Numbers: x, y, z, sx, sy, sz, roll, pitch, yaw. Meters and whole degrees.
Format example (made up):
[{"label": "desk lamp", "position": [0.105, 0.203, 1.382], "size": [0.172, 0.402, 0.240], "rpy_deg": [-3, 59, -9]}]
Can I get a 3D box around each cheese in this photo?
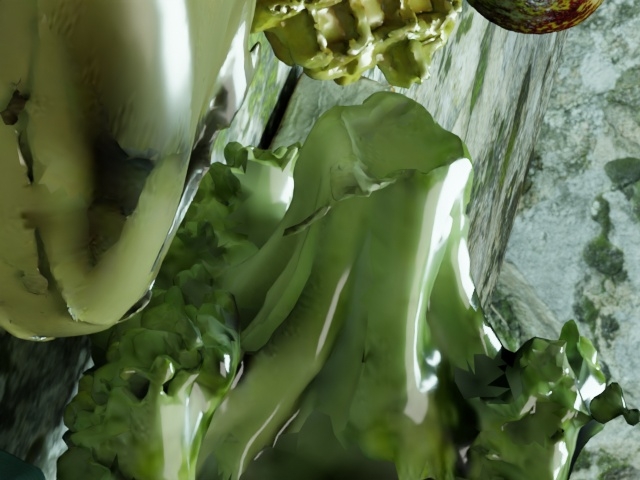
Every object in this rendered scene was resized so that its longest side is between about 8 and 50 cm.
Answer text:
[{"label": "cheese", "position": [-0.099, -0.109, 0.811], "size": [0.316, 0.128, 0.259], "rpy_deg": [94, 8, -67]}]

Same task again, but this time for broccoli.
[{"label": "broccoli", "position": [0.017, 0.061, 1.044], "size": [0.348, 0.293, 0.281], "rpy_deg": [-88, -170, -52]}]

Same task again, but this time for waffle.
[{"label": "waffle", "position": [0.013, -0.216, 1.102], "size": [0.243, 0.059, 0.237], "rpy_deg": [39, 71, -40]}]

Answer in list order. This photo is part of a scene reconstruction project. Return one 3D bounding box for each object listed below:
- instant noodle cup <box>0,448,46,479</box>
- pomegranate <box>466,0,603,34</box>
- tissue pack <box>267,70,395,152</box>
[{"label": "instant noodle cup", "position": [-0.185, 0.170, 0.908], "size": [0.157, 0.070, 0.179], "rpy_deg": [-27, 131, -76]}, {"label": "pomegranate", "position": [0.241, -0.285, 1.826], "size": [0.214, 0.248, 0.214], "rpy_deg": [-60, 165, -27]}, {"label": "tissue pack", "position": [0.000, 0.000, 1.482], "size": [0.226, 0.092, 0.183], "rpy_deg": [80, 29, -60]}]
